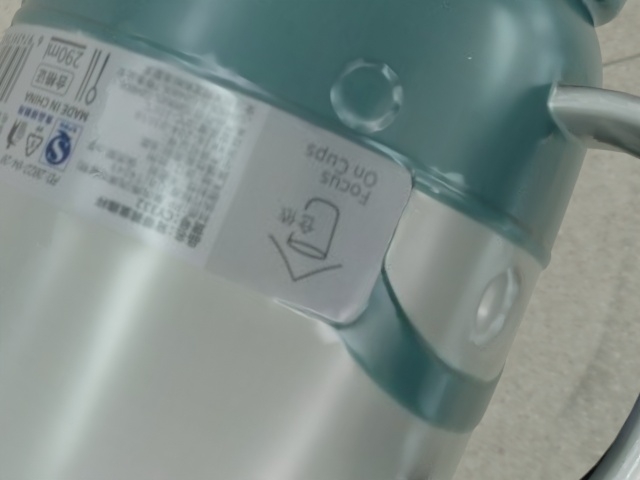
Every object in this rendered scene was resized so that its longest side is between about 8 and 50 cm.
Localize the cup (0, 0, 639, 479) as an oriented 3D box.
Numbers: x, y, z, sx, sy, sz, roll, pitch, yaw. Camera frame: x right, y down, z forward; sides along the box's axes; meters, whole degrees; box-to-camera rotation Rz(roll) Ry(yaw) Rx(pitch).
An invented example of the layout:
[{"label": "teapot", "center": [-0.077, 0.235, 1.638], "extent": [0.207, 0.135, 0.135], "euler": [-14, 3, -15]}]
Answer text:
[{"label": "cup", "center": [0.000, 0.000, 0.420], "extent": [0.219, 0.289, 0.258], "euler": [27, 87, -57]}]
